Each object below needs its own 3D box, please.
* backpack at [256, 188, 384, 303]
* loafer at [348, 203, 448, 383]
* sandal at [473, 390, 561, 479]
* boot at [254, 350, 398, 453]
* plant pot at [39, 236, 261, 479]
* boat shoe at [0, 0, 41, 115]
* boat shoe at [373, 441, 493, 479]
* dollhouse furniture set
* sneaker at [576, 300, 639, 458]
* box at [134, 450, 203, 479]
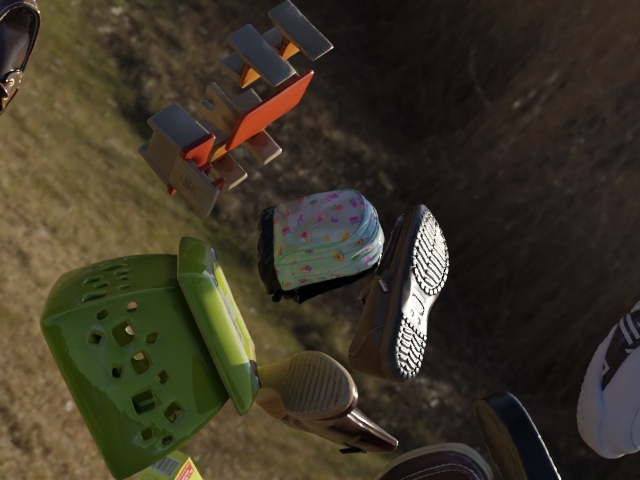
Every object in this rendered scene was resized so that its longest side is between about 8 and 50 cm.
[{"bbox_3d":[0.000,0.000,1.815,0.115,0.182,0.152,61,22,-56],"label":"backpack"},{"bbox_3d":[0.123,0.084,2.173,0.134,0.130,0.366,56,40,-36],"label":"loafer"},{"bbox_3d":[0.295,0.419,1.645,0.446,0.107,0.167,63,-13,14],"label":"sandal"},{"bbox_3d":[0.030,0.223,1.638,0.207,0.248,0.090,31,73,-28],"label":"boot"},{"bbox_3d":[-0.201,0.130,1.564,0.227,0.207,0.228,-112,180,-75],"label":"plant pot"},{"bbox_3d":[-0.332,-0.150,1.226,0.073,0.207,0.073,15,29,-41],"label":"boat shoe"},{"bbox_3d":[0.080,0.386,1.649,0.123,0.342,0.123,52,26,-13],"label":"boat shoe"},{"bbox_3d":[-0.106,-0.153,1.688,0.135,0.262,0.259,45,56,10],"label":"dollhouse furniture set"},{"bbox_3d":[0.396,0.104,1.071,0.137,0.366,0.210,29,21,-45],"label":"sneaker"},{"bbox_3d":[-0.203,0.393,1.828,0.058,0.232,0.087,19,58,27],"label":"box"}]
